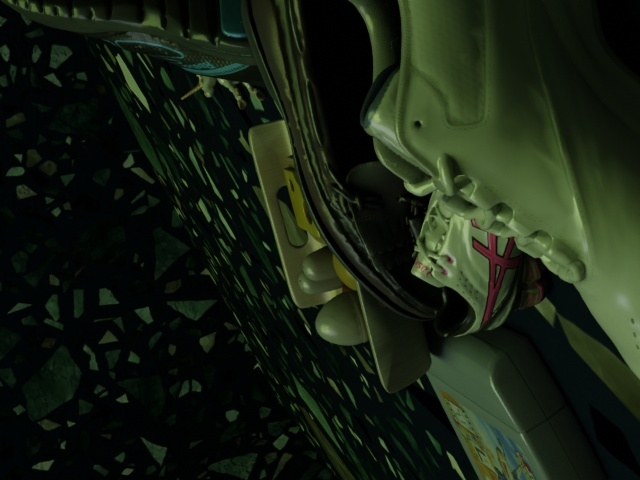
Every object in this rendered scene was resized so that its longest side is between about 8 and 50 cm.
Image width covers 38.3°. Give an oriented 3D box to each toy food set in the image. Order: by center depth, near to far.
[{"bbox_3d":[0.000,0.000,0.900,0.306,0.092,0.220,-151,44,-69],"label":"toy food set"}]

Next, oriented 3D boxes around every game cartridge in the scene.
[{"bbox_3d":[0.189,0.201,0.844,0.297,0.062,0.198,63,172,-17],"label":"game cartridge"}]

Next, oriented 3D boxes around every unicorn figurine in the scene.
[{"bbox_3d":[-0.113,-0.205,1.085,0.111,0.060,0.162,52,150,32],"label":"unicorn figurine"}]

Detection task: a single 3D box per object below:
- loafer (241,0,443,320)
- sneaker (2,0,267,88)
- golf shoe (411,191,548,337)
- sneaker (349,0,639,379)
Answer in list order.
[{"bbox_3d":[0.034,-0.074,0.675,0.303,0.109,0.095,63,164,-6],"label":"loafer"},{"bbox_3d":[-0.161,-0.209,0.825,0.340,0.125,0.140,23,168,16],"label":"sneaker"},{"bbox_3d":[0.100,-0.004,0.615,0.067,0.086,0.186,48,163,48],"label":"golf shoe"},{"bbox_3d":[0.092,-0.048,0.432,0.297,0.129,0.111,58,166,-4],"label":"sneaker"}]
